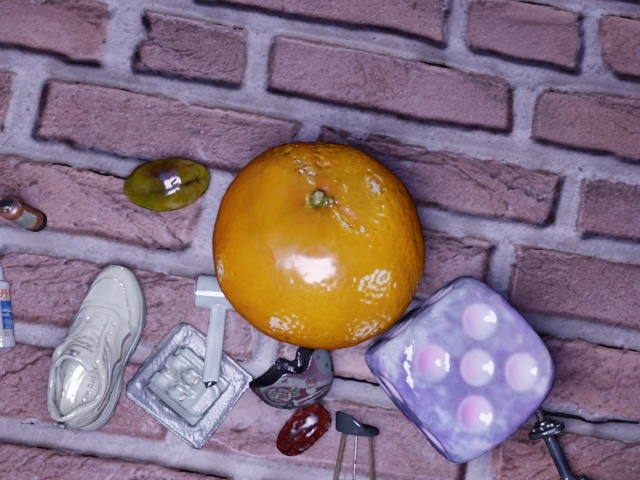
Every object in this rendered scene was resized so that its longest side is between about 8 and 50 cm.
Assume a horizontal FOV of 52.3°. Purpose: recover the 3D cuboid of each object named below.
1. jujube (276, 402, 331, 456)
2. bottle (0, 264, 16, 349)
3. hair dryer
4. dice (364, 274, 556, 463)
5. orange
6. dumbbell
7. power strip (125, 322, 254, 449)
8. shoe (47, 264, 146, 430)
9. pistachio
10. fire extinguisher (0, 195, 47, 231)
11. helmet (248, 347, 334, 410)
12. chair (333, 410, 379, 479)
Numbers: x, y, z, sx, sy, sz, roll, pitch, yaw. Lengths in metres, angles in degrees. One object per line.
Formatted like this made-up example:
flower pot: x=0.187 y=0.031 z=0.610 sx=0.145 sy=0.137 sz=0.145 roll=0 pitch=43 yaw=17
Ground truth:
jujube: x=-0.037 y=0.390 z=1.349 sx=0.129 sy=0.077 sz=0.077 roll=-42 pitch=85 yaw=1
bottle: x=-0.678 y=0.120 z=1.359 sx=0.060 sy=0.060 sz=0.217 roll=-10 pitch=83 yaw=-5
hair dryer: x=-0.205 y=0.187 z=1.345 sx=0.131 sy=0.073 sz=0.236 roll=6 pitch=64 yaw=-3
dice: x=0.268 y=0.248 z=1.286 sx=0.270 sy=0.270 sz=0.271 roll=-38 pitch=85 yaw=-9
orange: x=0.000 y=0.000 z=1.261 sx=0.424 sy=0.326 sz=0.424 roll=4 pitch=59 yaw=-7
dumbbell: x=0.494 y=0.452 z=1.356 sx=0.110 sy=0.110 sz=0.254 roll=-20 pitch=77 yaw=-6
power strip: x=-0.274 y=0.299 z=1.352 sx=0.213 sy=0.064 sz=0.198 roll=36 pitch=83 yaw=2
shoe: x=-0.443 y=0.210 z=1.282 sx=0.132 sy=0.210 sz=0.342 roll=12 pitch=80 yaw=-1
pistachio: x=-0.330 y=-0.117 z=1.397 sx=0.189 sy=0.100 sz=0.110 roll=-5 pitch=78 yaw=-5
fire extinguisher: x=-0.613 y=-0.057 z=1.332 sx=0.062 sy=0.177 sz=0.050 roll=-1 pitch=80 yaw=-2
helmet: x=-0.045 y=0.289 z=1.329 sx=0.177 sy=0.153 sz=0.107 roll=-31 pitch=96 yaw=-8
chair: x=0.074 y=0.462 z=1.337 sx=0.095 sy=0.104 sz=0.222 roll=4 pitch=85 yaw=-29
